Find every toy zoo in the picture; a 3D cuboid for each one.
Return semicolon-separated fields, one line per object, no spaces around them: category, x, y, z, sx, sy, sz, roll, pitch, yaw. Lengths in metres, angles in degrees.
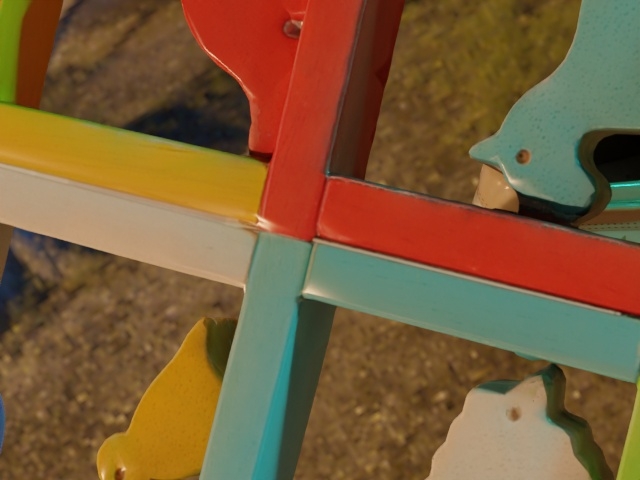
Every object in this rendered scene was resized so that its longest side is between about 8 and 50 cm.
toy zoo;0.000;0.000;0.354;0.293;0.192;0.030;14;2;20

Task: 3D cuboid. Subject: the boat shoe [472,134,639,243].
boat shoe;0.215;-0.051;0.828;0.302;0.098;0.109;-18;48;-18

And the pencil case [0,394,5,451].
pencil case;-0.200;0.108;0.667;0.209;0.095;0.098;-44;6;47
